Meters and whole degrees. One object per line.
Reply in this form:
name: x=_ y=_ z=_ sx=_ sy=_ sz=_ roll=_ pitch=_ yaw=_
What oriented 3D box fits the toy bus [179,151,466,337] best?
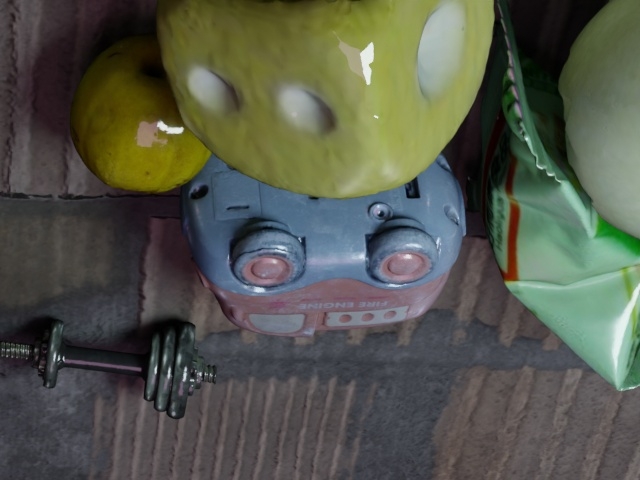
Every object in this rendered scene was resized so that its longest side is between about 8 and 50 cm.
toy bus: x=0.000 y=0.000 z=2.065 sx=0.294 sy=0.197 sz=0.232 roll=-3 pitch=143 yaw=-7

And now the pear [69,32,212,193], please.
pear: x=-0.172 y=-0.119 z=1.955 sx=0.148 sy=0.149 sz=0.162 roll=7 pitch=131 yaw=-13

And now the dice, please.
dice: x=0.008 y=-0.194 z=1.797 sx=0.233 sy=0.238 sz=0.227 roll=16 pitch=139 yaw=28

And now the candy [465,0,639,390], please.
candy: x=0.240 y=-0.053 z=1.989 sx=0.172 sy=0.263 sz=0.398 roll=-22 pitch=132 yaw=1

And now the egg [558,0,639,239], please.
egg: x=0.400 y=-0.135 z=1.815 sx=0.336 sy=0.278 sz=0.278 roll=-12 pitch=135 yaw=27

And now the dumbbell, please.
dumbbell: x=-0.242 y=0.134 z=2.217 sx=0.254 sy=0.110 sz=0.110 roll=8 pitch=131 yaw=-5
